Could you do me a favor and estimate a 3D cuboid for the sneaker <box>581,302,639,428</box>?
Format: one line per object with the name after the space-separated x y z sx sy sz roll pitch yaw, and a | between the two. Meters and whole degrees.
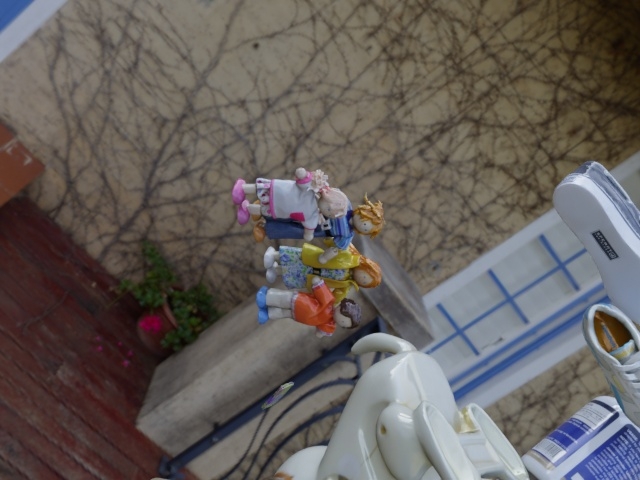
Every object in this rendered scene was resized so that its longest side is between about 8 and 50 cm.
0.468 0.198 0.982 0.228 0.087 0.092 61 11 28 | sneaker

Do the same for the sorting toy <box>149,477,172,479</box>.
-0.249 0.545 1.382 0.229 0.307 0.041 22 65 -17 | sorting toy

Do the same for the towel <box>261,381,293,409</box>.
-0.102 0.370 1.570 0.009 0.083 0.060 48 22 18 | towel

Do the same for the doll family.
0.000 0.000 0.832 0.118 0.163 0.262 -67 155 -50 | doll family

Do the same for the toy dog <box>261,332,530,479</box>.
0.074 0.403 1.143 0.395 0.408 0.285 54 21 23 | toy dog

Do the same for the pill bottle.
0.499 0.373 1.159 0.153 0.265 0.153 54 -9 12 | pill bottle

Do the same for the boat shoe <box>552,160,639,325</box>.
0.494 0.007 1.057 0.301 0.102 0.108 53 -29 -2 | boat shoe

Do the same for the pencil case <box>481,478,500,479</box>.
0.403 0.576 1.396 0.183 0.410 0.160 50 49 -18 | pencil case
